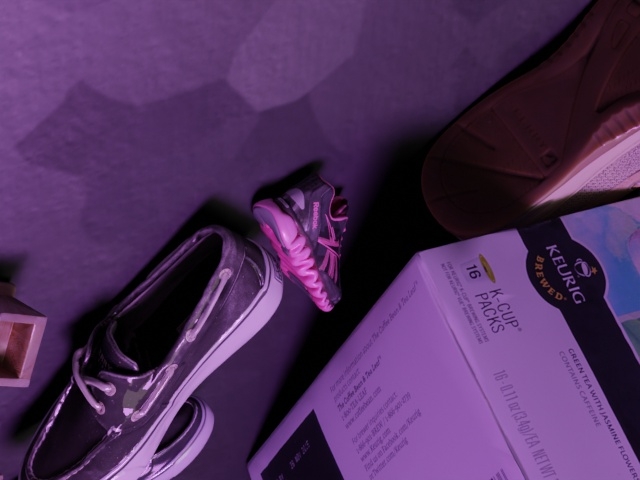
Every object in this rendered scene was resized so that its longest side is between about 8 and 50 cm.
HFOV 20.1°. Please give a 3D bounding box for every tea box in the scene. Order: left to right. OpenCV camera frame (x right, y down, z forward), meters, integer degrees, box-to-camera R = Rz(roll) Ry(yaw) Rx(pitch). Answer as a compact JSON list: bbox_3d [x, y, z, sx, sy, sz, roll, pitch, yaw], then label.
[{"bbox_3d":[0.174,0.141,1.237,0.323,0.220,0.329,-15,157,-30],"label":"tea box"}]

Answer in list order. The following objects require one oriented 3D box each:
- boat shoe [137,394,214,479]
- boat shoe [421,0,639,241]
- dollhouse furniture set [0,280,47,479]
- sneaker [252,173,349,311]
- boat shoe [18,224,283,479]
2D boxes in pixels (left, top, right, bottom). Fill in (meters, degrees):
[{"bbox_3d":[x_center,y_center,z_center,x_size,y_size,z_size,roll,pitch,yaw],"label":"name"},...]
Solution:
[{"bbox_3d":[-0.135,0.145,1.188,0.142,0.049,0.040,-33,145,-1],"label":"boat shoe"},{"bbox_3d":[0.207,-0.092,1.162,0.302,0.109,0.098,-36,152,9],"label":"boat shoe"},{"bbox_3d":[-0.268,0.087,0.995,0.182,0.101,0.161,10,100,-47],"label":"dollhouse furniture set"},{"bbox_3d":[0.000,0.000,1.144,0.057,0.047,0.119,-42,149,-12],"label":"sneaker"},{"bbox_3d":[-0.118,0.077,1.104,0.219,0.078,0.070,-49,145,5],"label":"boat shoe"}]
